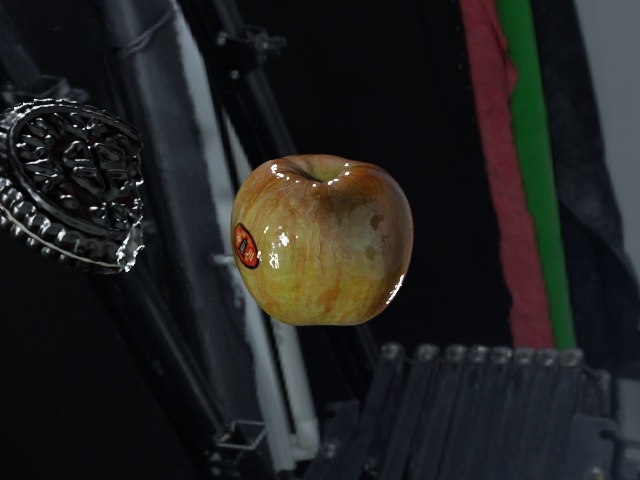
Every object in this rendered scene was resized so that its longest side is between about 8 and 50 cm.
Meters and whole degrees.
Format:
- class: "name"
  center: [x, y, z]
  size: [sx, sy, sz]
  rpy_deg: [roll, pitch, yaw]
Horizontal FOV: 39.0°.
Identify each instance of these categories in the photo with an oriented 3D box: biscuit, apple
- class: "biscuit"
  center: [-0.100, -0.024, 0.373]
  size: [0.087, 0.027, 0.089]
  rpy_deg: [43, -149, 7]
- class: "apple"
  center: [0.002, -0.001, 0.600]
  size: [0.126, 0.126, 0.102]
  rpy_deg: [-29, -56, -53]
